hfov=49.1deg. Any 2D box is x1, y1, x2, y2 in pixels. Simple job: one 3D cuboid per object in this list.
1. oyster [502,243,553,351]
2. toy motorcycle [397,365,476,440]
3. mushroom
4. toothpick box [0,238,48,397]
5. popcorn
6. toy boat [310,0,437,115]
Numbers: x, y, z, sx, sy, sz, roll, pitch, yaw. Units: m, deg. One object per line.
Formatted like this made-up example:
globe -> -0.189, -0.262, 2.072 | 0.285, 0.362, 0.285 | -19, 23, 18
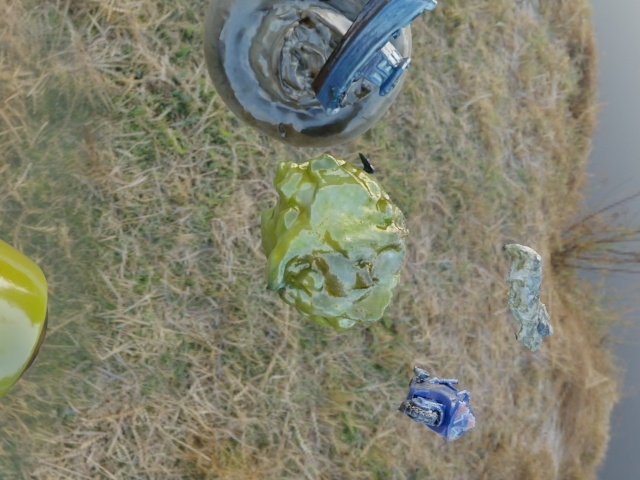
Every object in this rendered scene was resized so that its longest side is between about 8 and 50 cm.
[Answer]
oyster -> 0.348, 0.103, 1.152 | 0.200, 0.061, 0.106 | 46, 61, -39
toy motorcycle -> 0.183, 0.252, 1.078 | 0.205, 0.114, 0.076 | -6, 116, -78
mushroom -> -0.016, -0.204, 0.752 | 0.226, 0.226, 0.178 | 47, 28, -28
toothpick box -> -0.349, 0.035, 0.523 | 0.271, 0.175, 0.175 | 34, 66, -45
popcorn -> 0.010, -0.005, 0.682 | 0.142, 0.173, 0.174 | -18, 101, 1
toy boat -> 0.046, -0.157, 0.594 | 0.061, 0.137, 0.060 | 36, 39, -5
